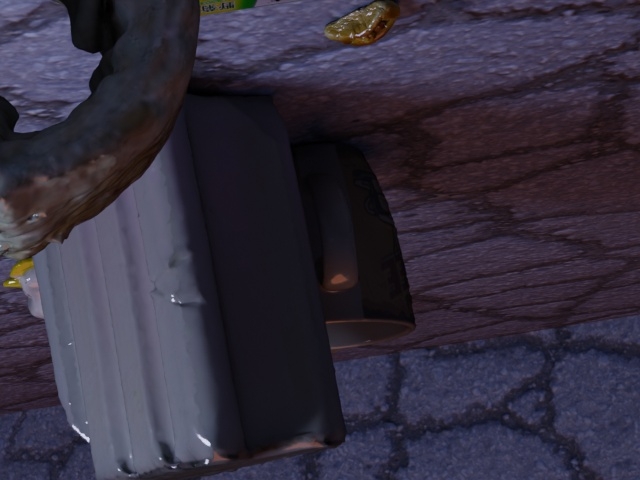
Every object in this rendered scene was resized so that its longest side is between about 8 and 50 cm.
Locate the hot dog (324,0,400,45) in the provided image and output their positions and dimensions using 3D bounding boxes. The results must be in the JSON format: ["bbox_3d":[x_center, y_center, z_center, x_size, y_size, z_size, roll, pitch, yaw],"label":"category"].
[{"bbox_3d":[0.042,-0.214,1.392,0.090,0.034,0.030,-19,162,41],"label":"hot dog"}]

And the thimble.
[{"bbox_3d":[-0.239,-0.137,1.050,0.291,0.291,0.195,-2,167,-14],"label":"thimble"}]

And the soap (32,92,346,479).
[{"bbox_3d":[-0.168,0.066,1.634,0.213,0.435,0.350,-2,164,-37],"label":"soap"}]

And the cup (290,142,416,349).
[{"bbox_3d":[0.000,0.000,1.800,0.227,0.257,0.301,-7,168,-6],"label":"cup"}]

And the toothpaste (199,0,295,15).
[{"bbox_3d":[-0.080,-0.232,1.258,0.178,0.037,0.043,-7,166,7],"label":"toothpaste"}]

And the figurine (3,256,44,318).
[{"bbox_3d":[-0.444,0.071,2.324,0.178,0.109,0.129,-2,140,-14],"label":"figurine"}]

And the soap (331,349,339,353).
[{"bbox_3d":[-0.163,0.179,2.732,0.335,0.156,0.293,2,161,-33],"label":"soap"}]
